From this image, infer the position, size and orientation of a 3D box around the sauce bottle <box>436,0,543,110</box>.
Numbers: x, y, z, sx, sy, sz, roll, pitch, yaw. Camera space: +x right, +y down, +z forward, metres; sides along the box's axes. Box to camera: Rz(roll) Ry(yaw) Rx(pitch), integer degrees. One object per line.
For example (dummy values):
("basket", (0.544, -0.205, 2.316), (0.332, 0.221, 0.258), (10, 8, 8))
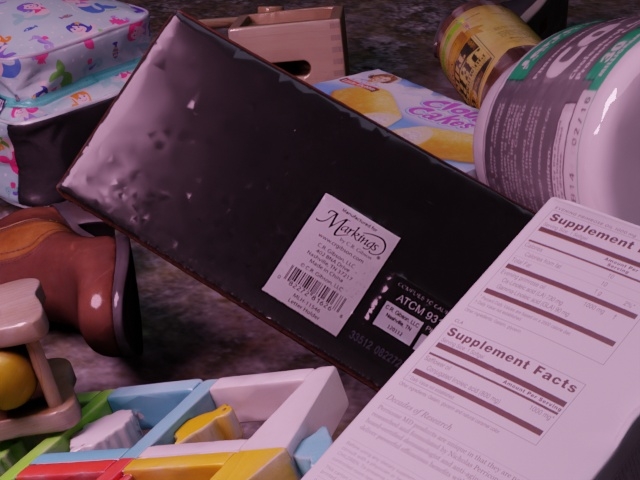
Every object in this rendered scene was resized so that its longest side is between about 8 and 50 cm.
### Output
("sauce bottle", (0.210, -0.161, 1.402), (0.111, 0.111, 0.344), (-5, 25, -7))

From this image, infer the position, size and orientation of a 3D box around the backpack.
("backpack", (-0.285, -0.147, 1.330), (0.253, 0.191, 0.225), (16, 31, 41))

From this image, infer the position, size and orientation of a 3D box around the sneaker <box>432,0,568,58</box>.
("sneaker", (0.233, -0.280, 1.678), (0.118, 0.083, 0.222), (13, 30, 27))

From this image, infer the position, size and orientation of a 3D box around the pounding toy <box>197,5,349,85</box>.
("pounding toy", (-0.058, -0.223, 1.576), (0.181, 0.094, 0.206), (-5, 16, 4))

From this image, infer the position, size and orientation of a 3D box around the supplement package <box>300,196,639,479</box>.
("supplement package", (0.120, 0.118, 0.707), (0.134, 0.139, 0.244), (24, 60, 41))

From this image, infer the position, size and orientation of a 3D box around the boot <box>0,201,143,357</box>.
("boot", (-0.288, 0.041, 1.030), (0.280, 0.096, 0.264), (-10, 28, -15))

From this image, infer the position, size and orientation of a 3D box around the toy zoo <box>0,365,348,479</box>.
("toy zoo", (-0.112, 0.139, 0.781), (0.293, 0.030, 0.192), (-9, 19, 34))

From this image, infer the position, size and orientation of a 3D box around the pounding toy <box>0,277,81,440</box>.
("pounding toy", (-0.301, 0.076, 0.864), (0.269, 0.155, 0.154), (-13, 18, 10))

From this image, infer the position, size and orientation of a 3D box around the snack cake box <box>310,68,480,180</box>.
("snack cake box", (0.078, -0.077, 1.263), (0.152, 0.089, 0.264), (-20, 32, -31))

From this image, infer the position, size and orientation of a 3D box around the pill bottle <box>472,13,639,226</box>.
("pill bottle", (0.234, -0.062, 0.965), (0.204, 0.204, 0.361), (-5, 7, -7))

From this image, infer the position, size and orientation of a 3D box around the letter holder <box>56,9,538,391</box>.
("letter holder", (0.000, 0.000, 0.963), (0.302, 0.152, 0.214), (31, -6, 13))
